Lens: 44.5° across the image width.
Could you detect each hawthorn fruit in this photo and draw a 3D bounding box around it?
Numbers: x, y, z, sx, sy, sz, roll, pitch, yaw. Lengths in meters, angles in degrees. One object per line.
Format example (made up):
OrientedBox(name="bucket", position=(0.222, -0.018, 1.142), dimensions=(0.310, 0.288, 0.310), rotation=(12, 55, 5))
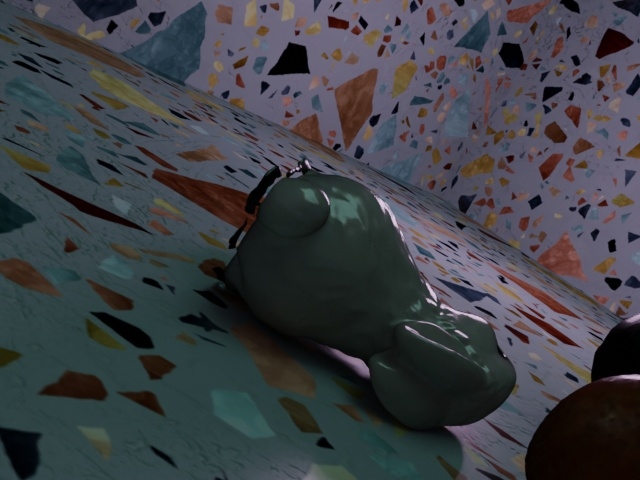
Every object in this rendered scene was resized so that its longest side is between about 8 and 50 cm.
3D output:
OrientedBox(name="hawthorn fruit", position=(0.297, 0.208, 0.648), dimensions=(0.205, 0.253, 0.205), rotation=(15, 60, -28))

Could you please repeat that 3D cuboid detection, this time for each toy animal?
OrientedBox(name="toy animal", position=(0.066, 0.074, 0.869), dimensions=(0.357, 0.194, 0.258), rotation=(39, 2, 4))

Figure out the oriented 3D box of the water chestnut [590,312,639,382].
OrientedBox(name="water chestnut", position=(0.499, 0.220, 1.053), dimensions=(0.289, 0.289, 0.244), rotation=(37, -16, 31))
